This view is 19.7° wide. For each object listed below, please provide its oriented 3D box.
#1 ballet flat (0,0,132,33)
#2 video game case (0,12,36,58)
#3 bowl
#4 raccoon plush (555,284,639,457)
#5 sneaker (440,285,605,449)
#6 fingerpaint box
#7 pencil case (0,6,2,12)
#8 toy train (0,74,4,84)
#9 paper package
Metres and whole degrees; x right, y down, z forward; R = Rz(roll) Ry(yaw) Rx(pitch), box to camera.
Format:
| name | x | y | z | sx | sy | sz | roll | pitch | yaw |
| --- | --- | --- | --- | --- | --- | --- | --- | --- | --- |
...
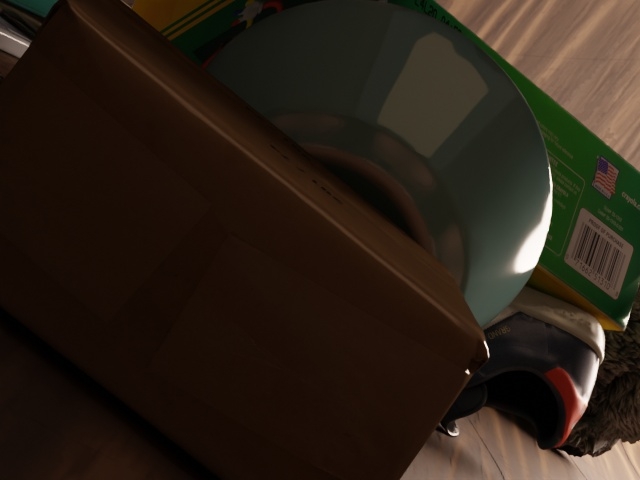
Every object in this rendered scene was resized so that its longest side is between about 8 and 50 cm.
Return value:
| name | x | y | z | sx | sy | sz | roll | pitch | yaw |
| --- | --- | --- | --- | --- | --- | --- | --- | --- | --- |
| ballet flat | -0.268 | -0.236 | 1.917 | 0.248 | 0.086 | 0.086 | 36 | 8 | -27 |
| video game case | -0.348 | -0.241 | 1.900 | 0.173 | 0.022 | 0.190 | 42 | 7 | 20 |
| bowl | 0.012 | -0.014 | 1.419 | 0.311 | 0.311 | 0.163 | 39 | 27 | -3 |
| raccoon plush | 0.337 | 0.045 | 2.133 | 0.299 | 0.446 | 0.216 | 50 | 12 | -38 |
| sneaker | 0.099 | 0.096 | 1.754 | 0.350 | 0.148 | 0.131 | 19 | -28 | -4 |
| fingerpaint box | 0.059 | -0.082 | 1.819 | 0.371 | 0.163 | 0.445 | 3 | -23 | 47 |
| pencil case | -0.401 | -0.284 | 1.344 | 0.410 | 0.160 | 0.183 | 37 | 17 | -15 |
| toy train | -0.283 | -0.139 | 1.573 | 0.036 | 0.027 | 0.158 | 44 | 4 | -30 |
| paper package | -0.074 | 0.006 | 1.180 | 0.325 | 0.168 | 0.309 | 38 | 6 | -5 |
